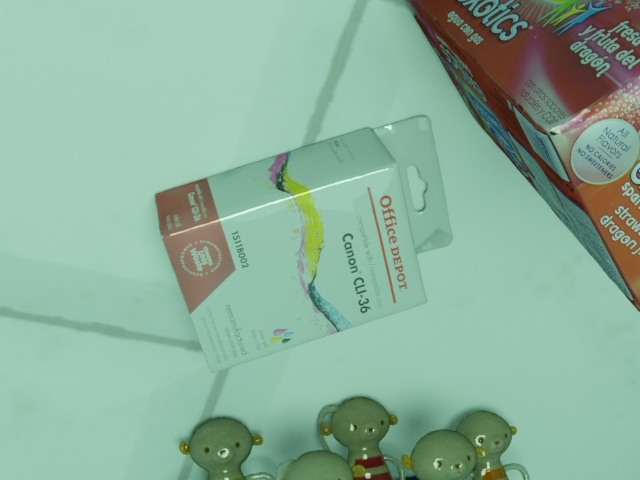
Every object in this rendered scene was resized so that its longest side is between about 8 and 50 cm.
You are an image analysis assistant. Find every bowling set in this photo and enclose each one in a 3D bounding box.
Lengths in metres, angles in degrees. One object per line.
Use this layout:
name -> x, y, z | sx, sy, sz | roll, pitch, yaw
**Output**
bowling set -> 0.054, 0.191, 0.690 | 0.286, 0.200, 0.154 | -6, 84, -17

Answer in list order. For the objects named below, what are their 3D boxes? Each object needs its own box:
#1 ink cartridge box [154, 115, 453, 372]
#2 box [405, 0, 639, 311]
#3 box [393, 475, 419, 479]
ink cartridge box -> 0.000, 0.000, 0.656 | 0.198, 0.067, 0.115 | -18, 121, -5
box -> 0.150, -0.096, 0.532 | 0.122, 0.257, 0.128 | -33, 121, 7
box -> 0.001, 0.286, 0.827 | 0.233, 0.044, 0.159 | -4, 119, -13
